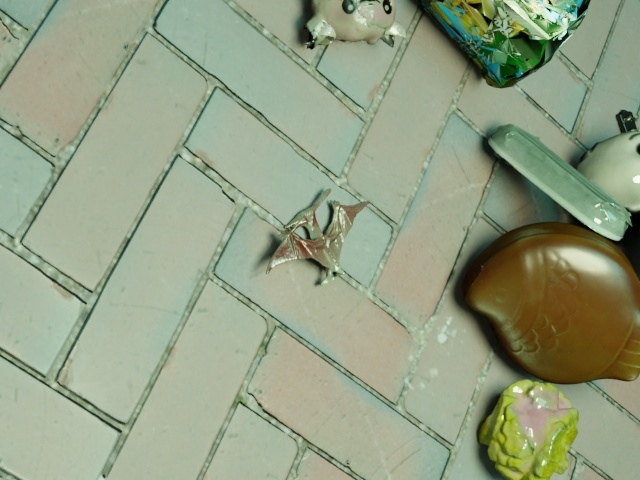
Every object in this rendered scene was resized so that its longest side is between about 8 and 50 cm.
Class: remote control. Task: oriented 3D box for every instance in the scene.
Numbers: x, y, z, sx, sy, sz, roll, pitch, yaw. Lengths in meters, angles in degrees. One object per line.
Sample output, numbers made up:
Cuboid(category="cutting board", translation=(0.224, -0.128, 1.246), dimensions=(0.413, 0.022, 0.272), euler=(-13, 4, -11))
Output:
Cuboid(category="remote control", translation=(0.342, -0.086, 1.756), dimensions=(0.247, 0.052, 0.104), euler=(43, 20, 27))

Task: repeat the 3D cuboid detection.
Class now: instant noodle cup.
Cuboid(category="instant noodle cup", translation=(0.258, -0.359, 1.746), dimensions=(0.178, 0.240, 0.240), euler=(38, 61, -17))

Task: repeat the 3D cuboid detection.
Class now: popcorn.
Cuboid(category="popcorn", translation=(0.289, 0.266, 1.690), dimensions=(0.126, 0.126, 0.145), euler=(2, 73, -28))

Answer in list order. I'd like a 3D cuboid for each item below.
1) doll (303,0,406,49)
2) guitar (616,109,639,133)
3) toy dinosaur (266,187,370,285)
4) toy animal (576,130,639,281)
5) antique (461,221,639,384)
Cuboid(category="doll", translation=(0.041, -0.346, 1.660), dimensions=(0.149, 0.095, 0.192), euler=(2, 81, -29))
Cuboid(category="guitar", translation=(0.534, -0.085, 1.990), dimensions=(0.084, 0.038, 0.271), euler=(-11, 87, -38))
Cuboid(category="toy dinosaur", translation=(0.001, 0.000, 1.596), dimensions=(0.220, 0.032, 0.108), euler=(-33, 96, -45))
Cuboid(category="toy animal", translation=(0.491, -0.033, 1.839), dimensions=(0.212, 0.212, 0.266), euler=(10, 75, -34))
Cuboid(category="antique", translation=(0.338, 0.088, 1.716), dimensions=(0.278, 0.129, 0.223), euler=(20, 111, -1))
